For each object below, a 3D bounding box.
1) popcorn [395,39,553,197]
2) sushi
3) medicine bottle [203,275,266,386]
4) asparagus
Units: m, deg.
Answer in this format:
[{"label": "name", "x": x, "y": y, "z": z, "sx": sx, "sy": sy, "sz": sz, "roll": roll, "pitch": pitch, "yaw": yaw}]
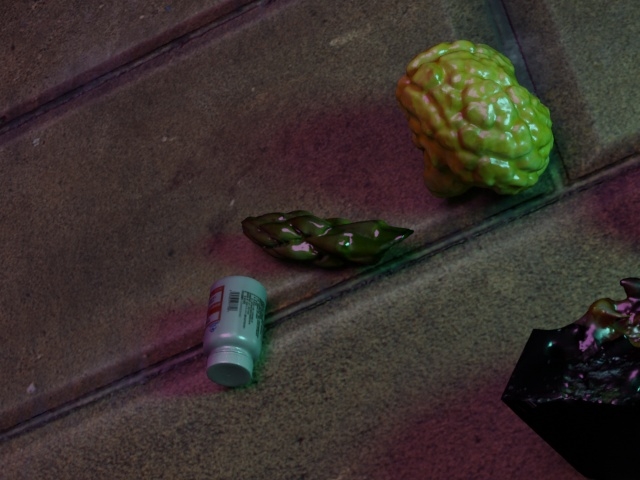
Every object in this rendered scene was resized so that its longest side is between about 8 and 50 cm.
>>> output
[{"label": "popcorn", "x": 0.196, "y": -0.145, "z": 1.954, "sx": 0.203, "sy": 0.226, "sz": 0.200, "roll": -53, "pitch": 15, "yaw": 29}, {"label": "sushi", "x": 0.374, "y": 0.155, "z": 1.603, "sx": 0.227, "sy": 0.215, "sz": 0.212, "roll": -10, "pitch": 43, "yaw": 53}, {"label": "medicine bottle", "x": -0.117, "y": 0.124, "z": 2.007, "sx": 0.079, "sy": 0.079, "sz": 0.140, "roll": -14, "pitch": 49, "yaw": 23}, {"label": "asparagus", "x": 0.000, "y": 0.000, "z": 2.039, "sx": 0.287, "sy": 0.080, "sz": 0.080, "roll": 11, "pitch": 62, "yaw": 35}]
